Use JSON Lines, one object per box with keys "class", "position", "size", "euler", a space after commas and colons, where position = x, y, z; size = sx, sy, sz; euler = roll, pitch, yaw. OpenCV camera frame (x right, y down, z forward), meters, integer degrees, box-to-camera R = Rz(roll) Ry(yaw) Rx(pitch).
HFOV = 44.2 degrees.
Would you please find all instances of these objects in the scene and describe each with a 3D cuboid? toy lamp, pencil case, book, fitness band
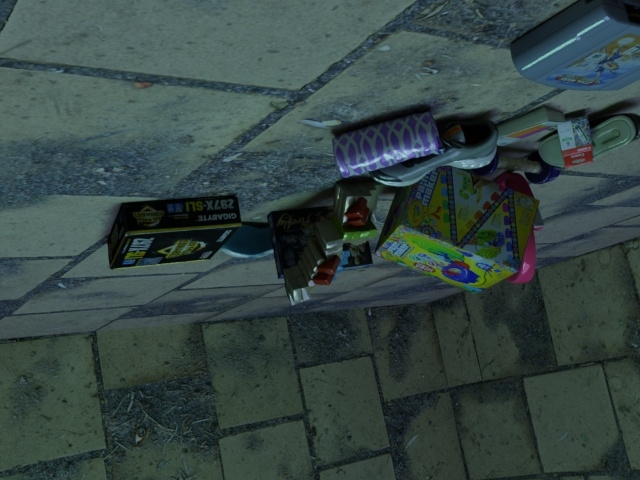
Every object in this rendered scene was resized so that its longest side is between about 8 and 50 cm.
{"class": "toy lamp", "position": [0.451, -0.171, 1.789], "size": [0.274, 0.080, 0.080], "euler": [3, 162, -40]}
{"class": "pencil case", "position": [0.123, -0.176, 1.455], "size": [0.205, 0.087, 0.088], "euler": [-12, 159, 12]}
{"class": "book", "position": [0.413, -0.228, 1.601], "size": [0.144, 0.035, 0.096], "euler": [-20, 168, 37]}
{"class": "fitness band", "position": [0.473, -0.033, 1.945], "size": [0.054, 0.291, 0.209], "euler": [-1, 142, -10]}

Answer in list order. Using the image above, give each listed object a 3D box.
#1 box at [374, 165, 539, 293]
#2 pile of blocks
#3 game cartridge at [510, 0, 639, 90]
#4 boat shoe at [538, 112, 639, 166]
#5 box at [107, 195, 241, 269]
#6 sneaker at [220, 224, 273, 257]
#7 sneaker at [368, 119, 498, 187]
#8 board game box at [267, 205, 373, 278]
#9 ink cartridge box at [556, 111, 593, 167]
{"class": "box", "position": [0.305, -0.027, 1.826], "size": [0.279, 0.177, 0.290], "euler": [21, 165, -1]}
{"class": "pile of blocks", "position": [0.042, 0.029, 1.839], "size": [0.148, 0.113, 0.362], "euler": [17, 117, -32]}
{"class": "game cartridge", "position": [0.452, -0.302, 1.246], "size": [0.297, 0.062, 0.198], "euler": [-2, 161, -36]}
{"class": "boat shoe", "position": [0.577, -0.216, 1.687], "size": [0.079, 0.084, 0.233], "euler": [-34, -169, -40]}
{"class": "box", "position": [-0.348, -0.014, 1.827], "size": [0.257, 0.080, 0.322], "euler": [-4, 166, -22]}
{"class": "sneaker", "position": [-0.177, 0.010, 2.025], "size": [0.228, 0.088, 0.092], "euler": [-3, 161, -46]}
{"class": "sneaker", "position": [0.216, -0.182, 1.526], "size": [0.271, 0.100, 0.108], "euler": [-15, 158, -7]}
{"class": "board game box", "position": [0.000, 0.000, 1.973], "size": [0.243, 0.165, 0.042], "euler": [-7, 167, -19]}
{"class": "ink cartridge box", "position": [0.530, -0.203, 1.634], "size": [0.062, 0.115, 0.029], "euler": [-12, -154, 15]}
